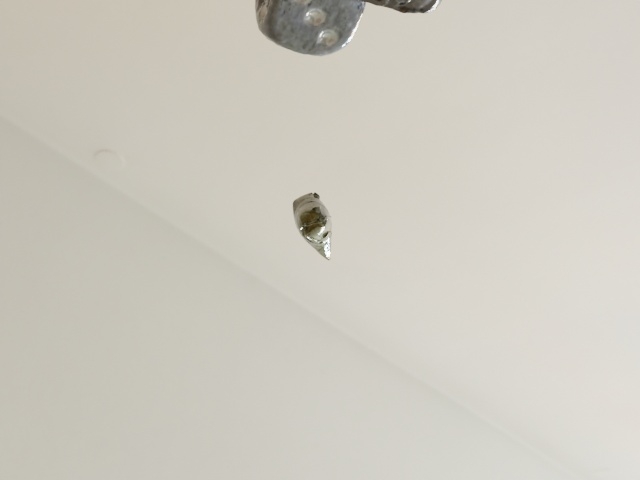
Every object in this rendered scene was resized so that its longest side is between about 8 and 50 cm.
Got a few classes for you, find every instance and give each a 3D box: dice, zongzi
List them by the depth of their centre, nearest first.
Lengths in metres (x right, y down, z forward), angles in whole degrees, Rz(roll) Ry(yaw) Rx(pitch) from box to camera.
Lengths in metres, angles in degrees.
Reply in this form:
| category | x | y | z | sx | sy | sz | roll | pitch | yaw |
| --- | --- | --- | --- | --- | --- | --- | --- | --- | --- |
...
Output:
| category | x | y | z | sx | sy | sz | roll | pitch | yaw |
| --- | --- | --- | --- | --- | --- | --- | --- | --- | --- |
| zongzi | 0.000 | 0.000 | 1.475 | 0.154 | 0.062 | 0.130 | -109 | -1 | -70 |
| dice | -0.020 | -0.478 | 1.723 | 0.182 | 0.183 | 0.181 | 6 | -133 | -20 |

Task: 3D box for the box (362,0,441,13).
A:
| category | x | y | z | sx | sy | sz | roll | pitch | yaw |
| --- | --- | --- | --- | --- | --- | --- | --- | --- | --- |
| box | 0.047 | -0.505 | 1.318 | 0.359 | 0.091 | 0.350 | 19 | -125 | -4 |
